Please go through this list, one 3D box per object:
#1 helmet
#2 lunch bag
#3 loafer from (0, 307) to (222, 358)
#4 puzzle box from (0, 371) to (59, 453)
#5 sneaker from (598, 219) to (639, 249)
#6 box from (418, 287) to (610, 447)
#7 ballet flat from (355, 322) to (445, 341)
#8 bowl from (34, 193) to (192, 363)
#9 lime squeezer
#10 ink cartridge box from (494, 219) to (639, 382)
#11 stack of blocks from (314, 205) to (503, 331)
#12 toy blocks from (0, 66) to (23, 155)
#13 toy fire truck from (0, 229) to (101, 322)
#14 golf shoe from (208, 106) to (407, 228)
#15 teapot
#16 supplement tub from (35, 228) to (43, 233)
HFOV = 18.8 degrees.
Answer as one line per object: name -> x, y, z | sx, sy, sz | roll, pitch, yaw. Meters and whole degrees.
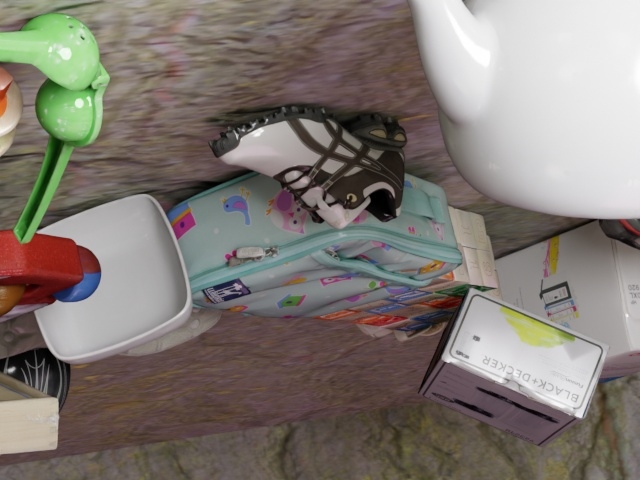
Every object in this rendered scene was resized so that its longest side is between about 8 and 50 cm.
helmet -> -0.352, 0.147, 2.108 | 0.169, 0.161, 0.169 | -10, 169, -2
lunch bag -> 0.000, 0.000, 1.836 | 0.224, 0.107, 0.279 | -16, 167, 26
loafer -> -0.254, 0.057, 1.946 | 0.319, 0.112, 0.111 | -1, -157, -26
puzzle box -> -0.463, 0.140, 1.861 | 0.272, 0.052, 0.409 | -1, -170, -37
sneaker -> 0.413, -0.039, 2.041 | 0.276, 0.097, 0.135 | -4, 167, -21
box -> 0.212, 0.148, 2.170 | 0.169, 0.087, 0.290 | 23, 168, 4
ballet flat -> 0.086, 0.084, 2.392 | 0.086, 0.086, 0.248 | -16, 167, 27
bowl -> -0.188, 0.042, 1.745 | 0.142, 0.142, 0.053 | -21, 151, 1
lime squeezer -> -0.185, -0.085, 1.267 | 0.110, 0.059, 0.310 | -49, 162, -14
ink cartridge box -> 0.348, 0.076, 2.361 | 0.171, 0.168, 0.233 | -1, 165, -36
stack of blocks -> 0.103, 0.032, 2.134 | 0.171, 0.087, 0.297 | -16, 167, 24
toy blocks -> -0.258, -0.094, 1.288 | 0.123, 0.054, 0.148 | -7, 168, -15
toy fire truck -> -0.325, 0.040, 1.610 | 0.254, 0.169, 0.302 | -5, 169, -44
golf shoe -> -0.001, -0.057, 1.599 | 0.198, 0.094, 0.077 | 1, 165, -38
teapot -> 0.193, -0.135, 1.199 | 0.253, 0.187, 0.256 | 5, -158, 23
supplement tub -> -0.269, 0.024, 1.815 | 0.107, 0.071, 0.071 | -7, 168, -19
